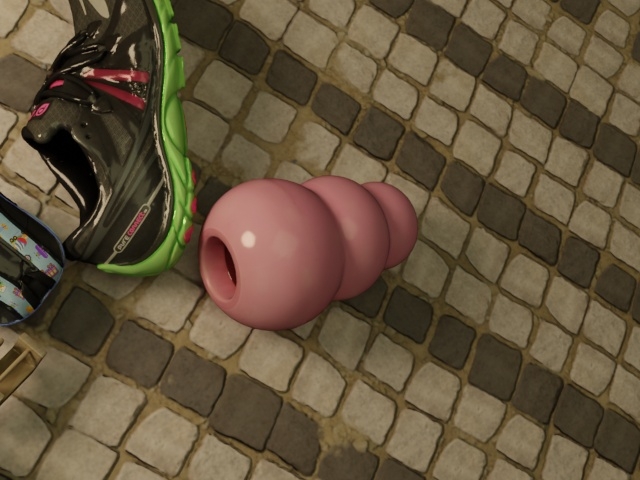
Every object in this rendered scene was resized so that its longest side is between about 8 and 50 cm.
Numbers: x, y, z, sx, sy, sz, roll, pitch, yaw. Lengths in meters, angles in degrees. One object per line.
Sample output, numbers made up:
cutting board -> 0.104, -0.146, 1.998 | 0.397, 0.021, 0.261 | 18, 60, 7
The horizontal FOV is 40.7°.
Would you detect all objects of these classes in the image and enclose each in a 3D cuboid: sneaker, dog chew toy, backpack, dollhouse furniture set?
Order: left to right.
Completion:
dollhouse furniture set -> -0.444, 0.172, 1.004 | 0.129, 0.129, 0.184 | 43, 48, -5
backpack -> -0.410, 0.025, 1.060 | 0.173, 0.117, 0.158 | 35, 63, -9
sneaker -> -0.292, -0.191, 1.142 | 0.202, 0.185, 0.483 | -4, 74, -28
dog chew toy -> 0.000, 0.000, 1.202 | 0.331, 0.206, 0.207 | -16, 80, -34
